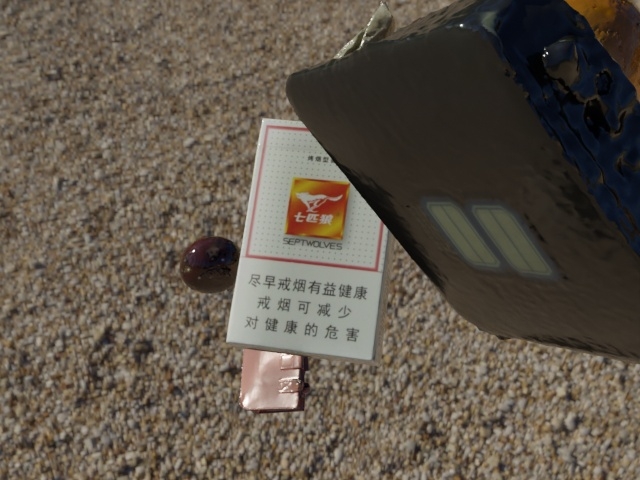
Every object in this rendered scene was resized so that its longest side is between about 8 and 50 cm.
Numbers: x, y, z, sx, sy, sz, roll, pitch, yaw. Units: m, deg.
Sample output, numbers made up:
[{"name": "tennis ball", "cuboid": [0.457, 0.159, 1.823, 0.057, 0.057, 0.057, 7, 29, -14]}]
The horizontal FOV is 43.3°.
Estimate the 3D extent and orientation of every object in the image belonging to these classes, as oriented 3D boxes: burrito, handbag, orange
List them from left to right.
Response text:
[{"name": "handbag", "cuboid": [-0.098, 0.279, 1.810, 0.157, 0.059, 0.212, -8, 64, 23]}, {"name": "burrito", "cuboid": [0.041, -0.276, 1.281, 0.229, 0.058, 0.063, -51, 20, -1]}, {"name": "orange", "cuboid": [0.313, -0.237, 1.078, 0.246, 0.246, 0.246, 2, 41, -2]}]

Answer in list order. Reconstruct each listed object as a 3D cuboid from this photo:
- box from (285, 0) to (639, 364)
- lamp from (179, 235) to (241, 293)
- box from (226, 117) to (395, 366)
[{"name": "box", "cuboid": [0.150, -0.036, 0.691, 0.091, 0.359, 0.350, -45, 18, -18]}, {"name": "lamp", "cuboid": [-0.262, 0.050, 1.923, 0.156, 0.157, 0.135, 9, 47, -32]}, {"name": "box", "cuboid": [0.000, 0.000, 1.146, 0.210, 0.095, 0.330, 6, 80, 11]}]
